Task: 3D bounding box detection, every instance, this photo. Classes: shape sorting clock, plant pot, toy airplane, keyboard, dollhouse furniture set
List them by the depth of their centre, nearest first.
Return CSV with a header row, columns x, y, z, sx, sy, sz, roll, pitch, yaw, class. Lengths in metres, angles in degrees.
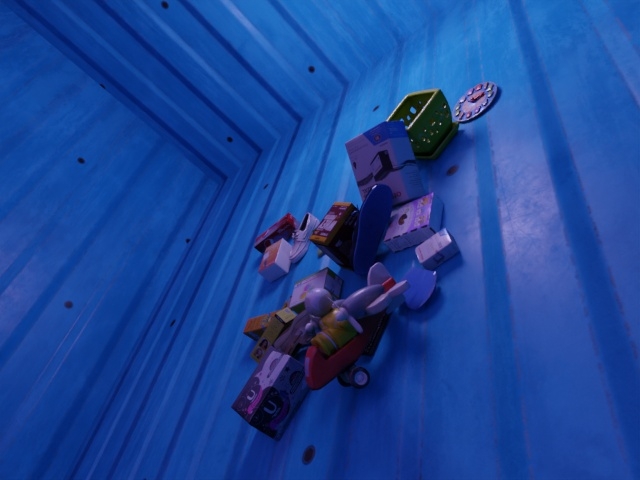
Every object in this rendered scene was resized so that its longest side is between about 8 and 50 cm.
x,y,z,sx,sy,sz,roll,pitch,yaw,class
0.085,0.216,1.421,0.386,0.272,0.384,-54,4,25,toy airplane
0.161,0.288,1.542,0.108,0.023,0.180,-9,45,53,keyboard
0.419,-0.464,1.963,0.227,0.207,0.228,-52,25,-8,plant pot
0.636,-0.577,1.968,0.206,0.040,0.206,-37,27,23,shape sorting clock
0.000,0.000,2.153,0.076,0.058,0.152,-38,27,22,dollhouse furniture set

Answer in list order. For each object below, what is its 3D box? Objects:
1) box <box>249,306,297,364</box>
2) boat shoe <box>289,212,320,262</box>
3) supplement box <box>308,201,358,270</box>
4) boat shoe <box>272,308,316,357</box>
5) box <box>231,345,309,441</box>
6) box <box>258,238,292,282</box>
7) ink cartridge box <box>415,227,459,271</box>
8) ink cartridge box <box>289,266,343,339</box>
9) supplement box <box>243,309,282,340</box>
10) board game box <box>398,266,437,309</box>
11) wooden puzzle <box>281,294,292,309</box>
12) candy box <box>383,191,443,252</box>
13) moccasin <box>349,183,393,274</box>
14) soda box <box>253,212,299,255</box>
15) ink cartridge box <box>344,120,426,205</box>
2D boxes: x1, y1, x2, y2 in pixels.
x,y,z,sx,sy,sz,roll,pitch,yaw,class
-0.180,0.366,1.815,0.087,0.058,0.232,-20,-35,-59,box
-0.093,-0.017,2.288,0.096,0.088,0.268,-6,48,55,boat shoe
0.099,-0.017,1.862,0.191,0.194,0.129,-55,26,-12,supplement box
-0.056,0.324,1.704,0.302,0.098,0.109,-49,-18,28,boat shoe
-0.157,0.509,1.600,0.247,0.142,0.163,-57,26,-17,box
-0.214,0.098,2.319,0.130,0.091,0.171,-30,31,34,box
0.374,0.030,1.528,0.122,0.052,0.089,-37,27,20,ink cartridge box
-0.027,0.251,1.805,0.188,0.097,0.255,-29,31,35,ink cartridge box
-0.222,0.356,1.989,0.233,0.080,0.078,-21,39,41,supplement box
0.306,0.156,1.489,0.133,0.033,0.168,-60,25,-9,board game box
-0.116,0.263,2.027,0.116,0.014,0.079,-19,43,46,wooden puzzle
0.333,-0.063,1.701,0.196,0.070,0.165,-23,35,41,candy box
0.163,-0.048,1.759,0.343,0.137,0.117,-69,16,0,moccasin
-0.232,-0.030,2.521,0.263,0.092,0.084,-36,27,25,soda box
0.249,-0.278,1.850,0.128,0.308,0.223,-14,-4,-44,ink cartridge box
